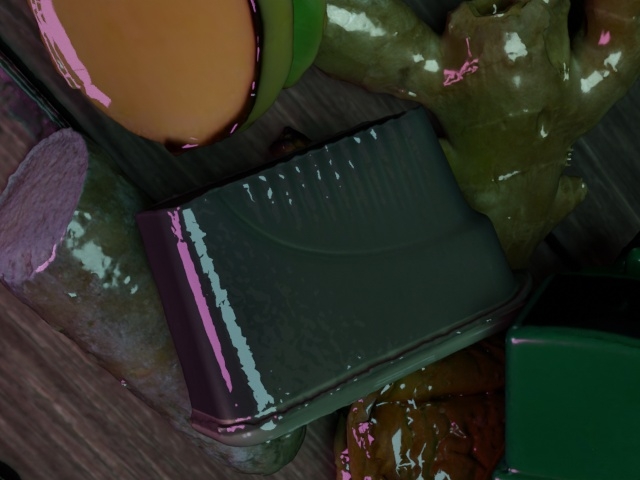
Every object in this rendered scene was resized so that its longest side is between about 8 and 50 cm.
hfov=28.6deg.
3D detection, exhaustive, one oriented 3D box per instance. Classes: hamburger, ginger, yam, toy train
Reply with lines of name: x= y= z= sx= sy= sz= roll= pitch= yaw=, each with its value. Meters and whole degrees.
hamburger: x=0.108 y=0.183 z=1.104 sx=0.183 sy=0.130 sz=0.206 roll=-4 pitch=102 yaw=-18
ginger: x=0.179 y=-0.126 z=1.043 sx=0.363 sy=0.122 sz=0.348 roll=-23 pitch=117 yaw=1
yam: x=-0.129 y=0.069 z=1.011 sx=0.133 sy=0.133 sz=0.330 roll=-42 pitch=114 yaw=-3
hamburger: x=-0.094 y=-0.189 z=0.921 sx=0.149 sy=0.237 sz=0.237 roll=-45 pitch=118 yaw=-46
toy train: x=0.243 y=0.122 z=0.996 sx=0.178 sy=0.429 sz=0.249 roll=6 pitch=115 yaw=25

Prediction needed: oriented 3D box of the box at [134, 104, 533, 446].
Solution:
box: x=0.010 y=0.017 z=0.933 sx=0.274 sy=0.138 sz=0.178 roll=-24 pitch=99 yaw=-24

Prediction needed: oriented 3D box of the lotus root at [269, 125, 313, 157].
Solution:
lotus root: x=0.000 y=0.000 z=1.046 sx=0.108 sy=0.094 sz=0.191 roll=-21 pitch=110 yaw=-45
